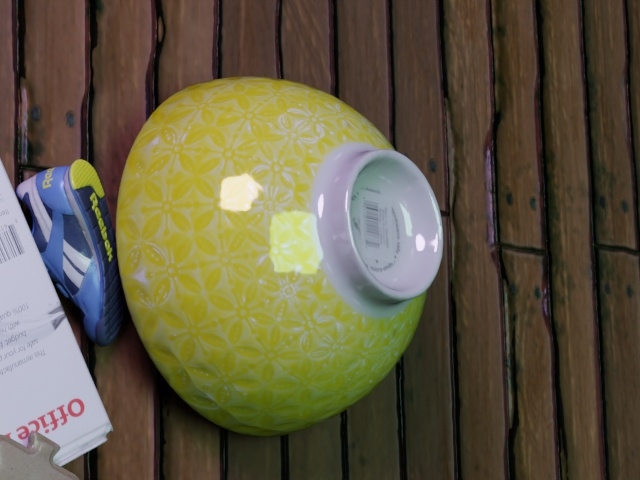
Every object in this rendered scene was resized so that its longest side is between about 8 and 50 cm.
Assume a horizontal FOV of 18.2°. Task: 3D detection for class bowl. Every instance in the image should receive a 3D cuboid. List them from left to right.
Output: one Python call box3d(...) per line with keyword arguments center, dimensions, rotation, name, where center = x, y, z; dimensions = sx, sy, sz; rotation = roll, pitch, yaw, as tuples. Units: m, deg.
box3d(center=(0.000, 0.000, 1.535), dimensions=(0.289, 0.156, 0.289), rotation=(17, 67, -46), name="bowl")

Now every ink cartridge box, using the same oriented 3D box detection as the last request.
box3d(center=(-0.259, 0.071, 1.367), dimensions=(0.158, 0.092, 0.218), rotation=(-27, 96, -41), name="ink cartridge box")

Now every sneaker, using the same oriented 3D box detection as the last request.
box3d(center=(-0.182, 0.011, 1.476), dimensions=(0.053, 0.059, 0.144), rotation=(-60, 140, -67), name="sneaker")

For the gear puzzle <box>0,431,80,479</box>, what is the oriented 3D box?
box3d(center=(-0.179, 0.222, 1.316), dimensions=(0.339, 0.044, 0.175), rotation=(36, 62, -33), name="gear puzzle")
